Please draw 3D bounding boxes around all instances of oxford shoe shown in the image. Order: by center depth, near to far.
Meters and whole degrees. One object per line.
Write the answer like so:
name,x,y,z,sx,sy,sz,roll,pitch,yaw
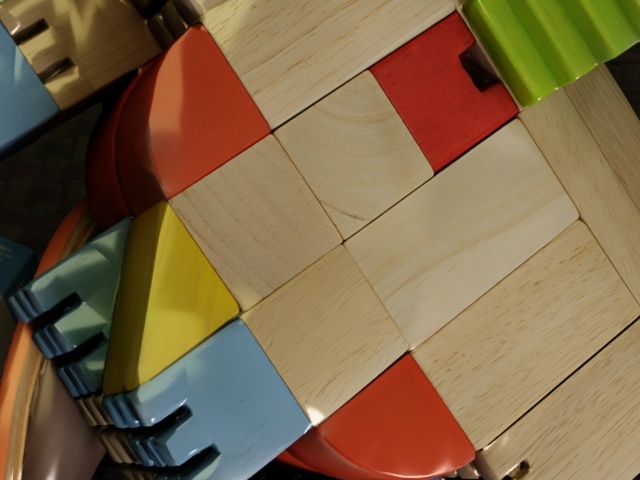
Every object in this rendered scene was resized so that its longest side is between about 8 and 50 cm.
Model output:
oxford shoe,-0.064,0.018,0.593,0.098,0.097,0.271,21,57,6

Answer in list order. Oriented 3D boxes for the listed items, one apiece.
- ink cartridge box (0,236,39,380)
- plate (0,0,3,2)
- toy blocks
ink cartridge box,-0.196,0.048,0.593,0.089,0.052,0.122,21,59,13
plate,-0.221,-0.212,0.791,0.188,0.024,0.188,1,54,-1
toy blocks,0.000,0.000,0.516,0.261,0.191,0.381,-36,96,-23
